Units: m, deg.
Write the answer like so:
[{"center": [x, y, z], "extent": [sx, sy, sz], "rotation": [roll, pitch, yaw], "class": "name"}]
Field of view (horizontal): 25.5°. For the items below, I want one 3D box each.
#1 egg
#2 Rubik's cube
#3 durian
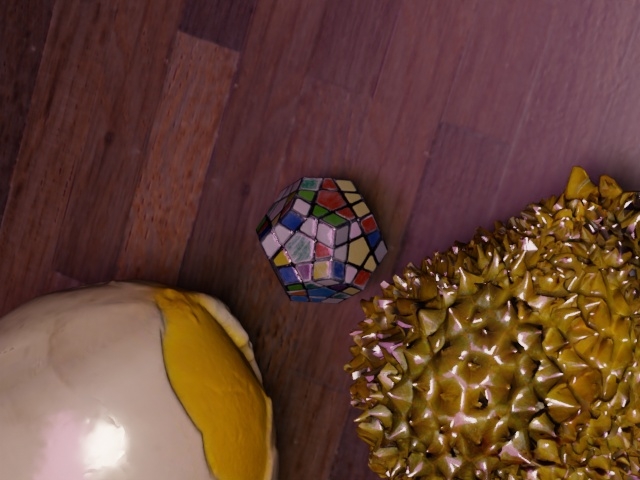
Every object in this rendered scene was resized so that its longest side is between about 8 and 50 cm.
[{"center": [-0.175, 0.199, 1.165], "extent": [0.283, 0.283, 0.345], "rotation": [2, 101, 20], "class": "egg"}, {"center": [0.000, 0.000, 1.169], "extent": [0.093, 0.111, 0.111], "rotation": [36, 111, -17], "class": "Rubik's cube"}, {"center": [0.159, 0.097, 1.054], "extent": [0.293, 0.258, 0.258], "rotation": [-36, 84, 10], "class": "durian"}]
